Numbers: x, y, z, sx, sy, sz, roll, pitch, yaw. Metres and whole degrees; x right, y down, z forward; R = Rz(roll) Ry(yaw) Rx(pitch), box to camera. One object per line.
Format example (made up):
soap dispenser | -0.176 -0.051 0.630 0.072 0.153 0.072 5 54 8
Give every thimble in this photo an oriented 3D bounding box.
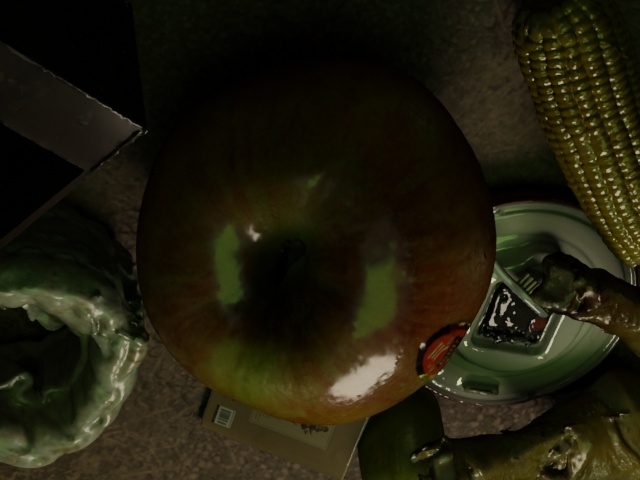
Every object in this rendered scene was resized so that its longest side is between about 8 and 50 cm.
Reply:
thimble | -0.341 0.098 1.946 0.291 0.195 0.291 -7 128 -9

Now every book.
book | -0.042 0.215 2.146 0.198 0.016 0.138 21 120 0

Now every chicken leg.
chicken leg | 0.295 0.266 2.132 0.429 0.153 0.201 -7 132 -34
chicken leg | 0.432 0.105 2.017 0.211 0.140 0.361 -6 164 44

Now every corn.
corn | 0.319 -0.125 1.904 0.131 0.131 0.344 -24 110 8

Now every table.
table | -0.366 -0.154 1.732 0.282 0.196 0.250 -37 135 26

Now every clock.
clock | 0.238 0.078 2.094 0.318 0.080 0.318 -4 125 -6

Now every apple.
apple | 0.000 0.000 1.842 0.400 0.333 0.400 3 101 17

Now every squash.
squash | 0.104 0.276 2.151 0.123 0.187 0.123 -1 122 -1

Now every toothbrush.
toothbrush | 0.151 -0.045 1.977 0.037 0.028 0.375 -42 106 6
